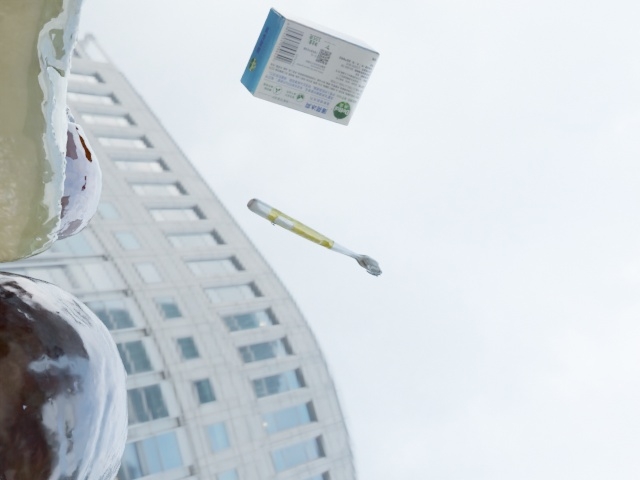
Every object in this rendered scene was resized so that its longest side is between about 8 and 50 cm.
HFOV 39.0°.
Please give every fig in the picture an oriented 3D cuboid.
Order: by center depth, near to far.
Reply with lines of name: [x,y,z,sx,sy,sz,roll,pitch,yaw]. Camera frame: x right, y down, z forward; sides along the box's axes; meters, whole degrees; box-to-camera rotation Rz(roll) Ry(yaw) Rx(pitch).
fig: [-0.232,0.137,0.633,0.214,0.235,0.235,15,-79,30]

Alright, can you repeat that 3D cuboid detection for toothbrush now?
toothbrush: [0.000,0.000,1.248,0.021,0.288,0.024,-48,-132,14]

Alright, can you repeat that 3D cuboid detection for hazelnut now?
hazelnut: [-0.332,-0.095,0.998,0.212,0.181,0.181,54,-40,8]

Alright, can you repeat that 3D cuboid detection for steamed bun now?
steamed bun: [-0.177,-0.116,0.463,0.212,0.110,0.231,-160,-101,-68]

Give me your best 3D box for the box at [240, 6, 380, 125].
box: [-0.016,-0.289,1.516,0.139,0.194,0.073,-64,-145,19]
